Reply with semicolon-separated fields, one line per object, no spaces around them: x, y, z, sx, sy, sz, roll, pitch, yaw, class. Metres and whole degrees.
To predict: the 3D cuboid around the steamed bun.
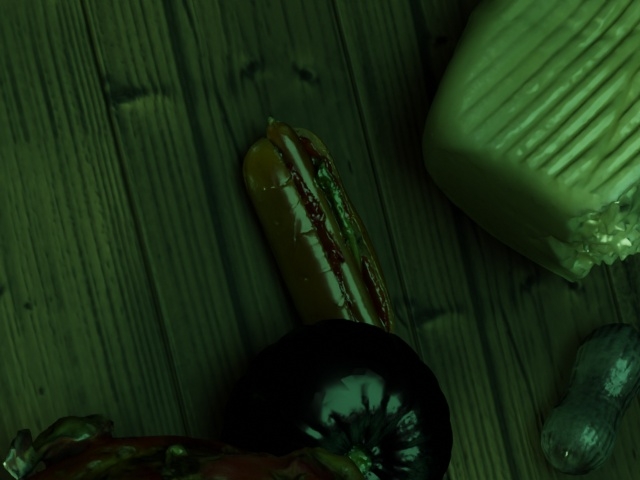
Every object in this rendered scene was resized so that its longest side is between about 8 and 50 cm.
0.247;-0.099;1.505;0.290;0.273;0.272;-54;154;-23;steamed bun

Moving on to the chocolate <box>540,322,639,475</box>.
0.265;0.149;1.558;0.072;0.072;0.167;40;66;-21;chocolate

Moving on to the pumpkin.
0.013;0.164;1.351;0.202;0.140;0.202;-3;101;-16;pumpkin

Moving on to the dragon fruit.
-0.048;0.264;1.178;0.263;0.296;0.314;-19;128;7;dragon fruit

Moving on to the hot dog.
0.000;0.000;1.419;0.092;0.062;0.235;-28;97;-29;hot dog
